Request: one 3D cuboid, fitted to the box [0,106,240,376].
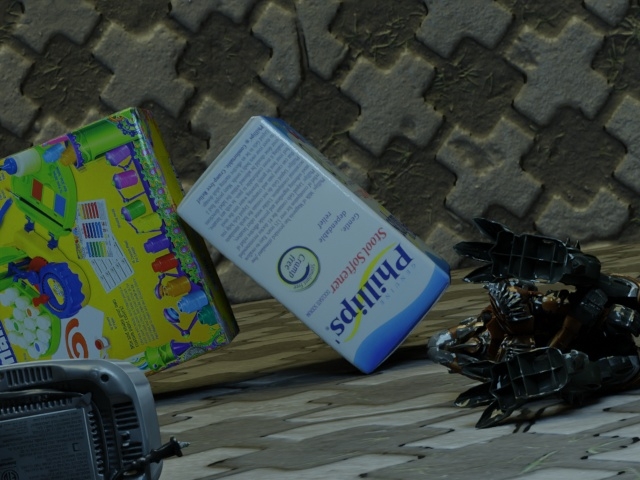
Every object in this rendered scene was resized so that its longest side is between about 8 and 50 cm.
[{"bbox_3d":[-0.279,0.030,2.196,0.279,0.290,0.177,-21,1,2],"label":"box"}]

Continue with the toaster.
[{"bbox_3d":[-0.203,0.150,1.386,0.227,0.129,0.146,-11,0,2],"label":"toaster"}]

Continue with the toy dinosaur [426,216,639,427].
[{"bbox_3d":[0.220,0.067,1.605,0.322,0.164,0.218,-33,-28,32],"label":"toy dinosaur"}]

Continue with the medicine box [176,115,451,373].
[{"bbox_3d":[0.000,0.000,2.202,0.149,0.289,0.263,-50,-1,4],"label":"medicine box"}]
